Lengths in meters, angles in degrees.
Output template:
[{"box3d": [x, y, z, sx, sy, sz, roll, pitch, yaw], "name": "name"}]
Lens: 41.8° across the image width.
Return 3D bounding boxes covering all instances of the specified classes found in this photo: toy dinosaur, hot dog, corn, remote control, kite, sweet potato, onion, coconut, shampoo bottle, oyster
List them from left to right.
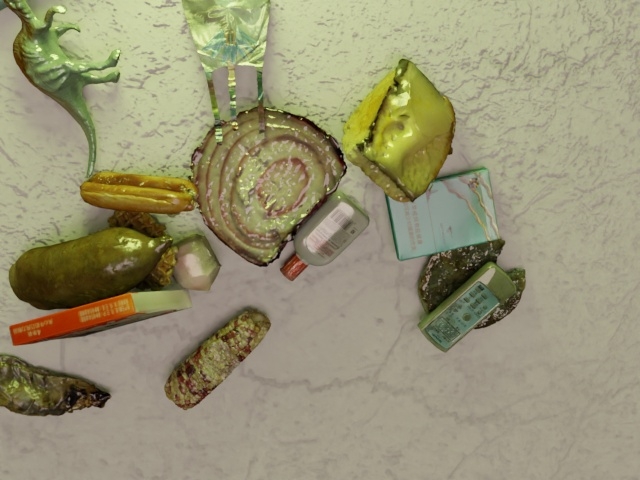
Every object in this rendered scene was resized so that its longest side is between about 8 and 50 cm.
[{"box3d": [-0.644, 0.332, 1.875, 0.345, 0.078, 0.128, 12, 102, -10], "name": "oyster"}, {"box3d": [-0.475, -0.310, 1.610, 0.206, 0.092, 0.392, -2, 126, -3], "name": "toy dinosaur"}, {"box3d": [-0.461, 0.055, 1.694, 0.370, 0.157, 0.157, -14, 118, 30], "name": "sweet potato"}, {"box3d": [-0.366, -0.090, 1.686, 0.250, 0.100, 0.068, 7, 119, 15], "name": "hot dog"}, {"box3d": [-0.264, 0.052, 1.785, 0.110, 0.110, 0.124, -25, 107, 3], "name": "coconut"}, {"box3d": [-0.230, 0.265, 1.884, 0.290, 0.098, 0.098, -42, 112, 10], "name": "corn"}, {"box3d": [-0.160, -0.346, 1.625, 0.169, 0.015, 0.309, -11, 95, -2], "name": "kite"}, {"box3d": [-0.107, -0.136, 1.717, 0.280, 0.146, 0.314, 44, 105, 5], "name": "onion"}, {"box3d": [0.000, 0.000, 1.826, 0.108, 0.051, 0.221, 40, 103, -22], "name": "shampoo bottle"}, {"box3d": [0.333, 0.151, 1.902, 0.233, 0.038, 0.098, -43, 110, 11], "name": "remote control"}]

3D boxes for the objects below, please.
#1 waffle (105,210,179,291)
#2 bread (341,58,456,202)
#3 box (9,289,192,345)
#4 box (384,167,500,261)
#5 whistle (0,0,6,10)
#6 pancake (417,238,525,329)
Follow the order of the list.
[{"box3d": [-0.377, 0.020, 1.747, 0.191, 0.038, 0.191, 10, 113, 26], "name": "waffle"}, {"box3d": [0.159, -0.204, 1.700, 0.204, 0.163, 0.262, 38, 66, -16], "name": "bread"}, {"box3d": [-0.435, 0.154, 1.698, 0.273, 0.265, 0.048, -16, 84, 15], "name": "box"}, {"box3d": [0.265, -0.057, 1.829, 0.229, 0.041, 0.161, -13, 102, -2], "name": "box"}, {"box3d": [-0.487, -0.513, 1.536, 0.312, 0.062, 0.062, -27, 114, 4], "name": "whistle"}, {"box3d": [0.342, 0.097, 1.922, 0.254, 0.037, 0.253, -2, 112, -6], "name": "pancake"}]
